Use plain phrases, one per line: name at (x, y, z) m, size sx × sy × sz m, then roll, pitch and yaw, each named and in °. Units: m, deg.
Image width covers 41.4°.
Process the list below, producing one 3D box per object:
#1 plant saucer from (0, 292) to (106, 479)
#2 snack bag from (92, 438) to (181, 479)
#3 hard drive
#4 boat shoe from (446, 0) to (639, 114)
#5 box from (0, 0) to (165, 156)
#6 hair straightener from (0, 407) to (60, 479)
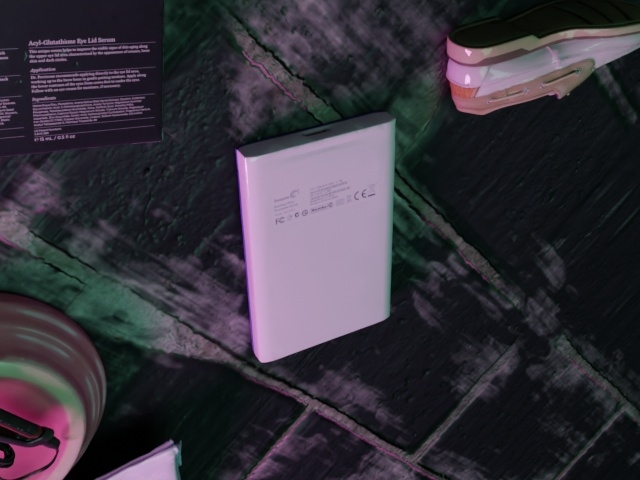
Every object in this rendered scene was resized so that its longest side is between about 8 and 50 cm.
plant saucer at (-0.407, 0.218, 0.979) m, size 0.332 × 0.084 × 0.332 m, roll -17°, pitch 126°, yaw -24°
snack bag at (-0.326, 0.428, 1.146) m, size 0.342 × 0.037 × 0.323 m, roll -24°, pitch 144°, yaw -22°
hard drive at (0.000, 0.000, 1.126) m, size 0.210 × 0.040 × 0.318 m, roll -17°, pitch 127°, yaw -22°
boat shoe at (0.304, -0.247, 1.122) m, size 0.302 × 0.113 × 0.103 m, roll -13°, pitch 127°, yaw -13°
box at (-0.283, -0.181, 0.784) m, size 0.261 × 0.103 × 0.184 m, roll -10°, pitch 127°, yaw -27°
hair straightener at (-0.378, 0.207, 0.912) m, size 0.089 × 0.047 × 0.230 m, roll -47°, pitch 137°, yaw 3°
